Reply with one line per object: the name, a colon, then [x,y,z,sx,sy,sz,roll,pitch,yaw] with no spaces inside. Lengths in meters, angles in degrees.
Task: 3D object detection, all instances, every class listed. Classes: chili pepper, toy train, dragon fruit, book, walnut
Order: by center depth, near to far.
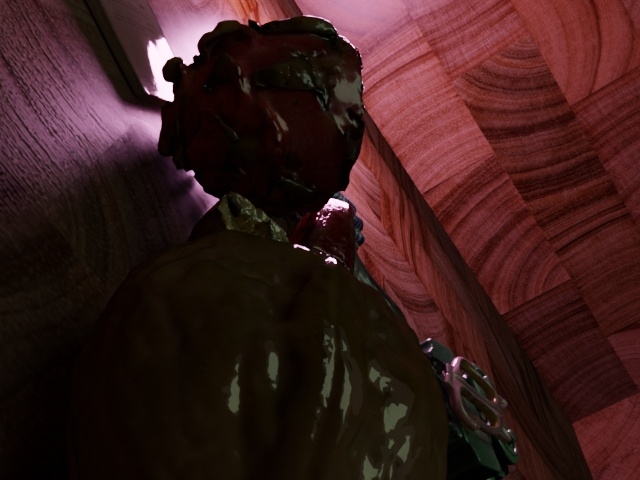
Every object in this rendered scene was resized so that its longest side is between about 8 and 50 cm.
walnut: [-0.050,0.151,0.639,0.306,0.306,0.344,51,16,-28]
dragon fruit: [-0.101,-0.192,1.135,0.263,0.314,0.296,9,74,-18]
chili pepper: [0.000,0.000,1.221,0.252,0.136,0.144,-73,156,-50]
book: [-0.293,-0.331,1.257,0.282,0.025,0.215,63,15,10]
toy train: [0.235,0.327,1.437,0.238,0.167,0.299,33,29,-46]

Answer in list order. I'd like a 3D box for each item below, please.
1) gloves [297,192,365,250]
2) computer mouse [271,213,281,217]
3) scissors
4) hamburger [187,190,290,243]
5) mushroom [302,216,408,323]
gloves: [0.000,-0.065,1.544,0.229,0.119,0.097,47,40,15]
computer mouse: [-0.079,-0.114,1.448,0.106,0.062,0.192,53,18,-23]
scissors: [0.212,0.228,1.351,0.317,0.024,0.160,39,31,-16]
hamburger: [-0.075,0.085,0.932,0.144,0.156,0.283,-8,61,-52]
mushroom: [0.065,0.083,1.414,0.328,0.122,0.159,58,33,-1]
